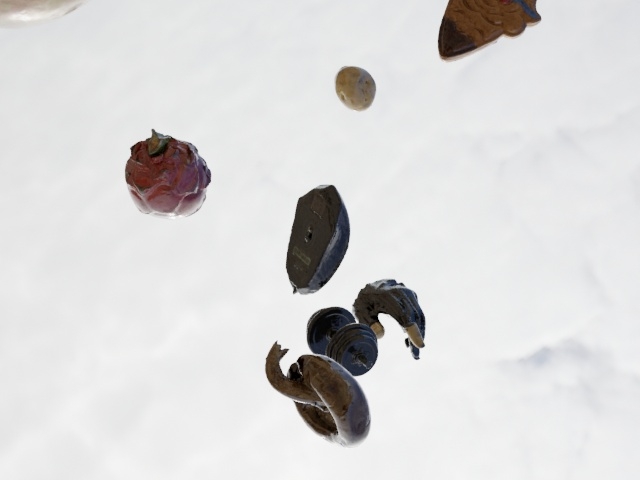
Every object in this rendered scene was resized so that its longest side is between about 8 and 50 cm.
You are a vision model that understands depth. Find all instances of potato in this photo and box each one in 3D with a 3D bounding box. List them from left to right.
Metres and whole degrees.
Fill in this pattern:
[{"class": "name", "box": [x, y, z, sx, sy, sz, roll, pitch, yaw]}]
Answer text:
[{"class": "potato", "box": [0.049, -0.225, 1.670, 0.062, 0.068, 0.083, -27, -152, -5]}]

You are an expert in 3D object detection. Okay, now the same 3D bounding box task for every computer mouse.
[{"class": "computer mouse", "box": [0.000, 0.000, 1.593, 0.099, 0.057, 0.172, 42, -58, 43]}]

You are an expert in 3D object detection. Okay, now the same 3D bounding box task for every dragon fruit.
[{"class": "dragon fruit", "box": [-0.300, -0.123, 2.256, 0.172, 0.209, 0.172, -4, -110, 11]}]

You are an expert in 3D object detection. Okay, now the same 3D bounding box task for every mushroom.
[{"class": "mushroom", "box": [-0.001, 0.194, 1.477, 0.080, 0.170, 0.135, -47, 180, -32]}]

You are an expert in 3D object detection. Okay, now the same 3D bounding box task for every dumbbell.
[{"class": "dumbbell", "box": [0.036, 0.173, 1.966, 0.099, 0.099, 0.208, -43, -150, -7]}]

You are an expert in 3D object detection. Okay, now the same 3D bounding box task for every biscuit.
[{"class": "biscuit", "box": [0.301, -0.424, 2.027, 0.183, 0.043, 0.280, 40, -104, 18]}]

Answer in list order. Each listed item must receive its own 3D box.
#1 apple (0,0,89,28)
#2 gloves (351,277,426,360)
[{"class": "apple", "box": [-0.397, -0.420, 1.363, 0.339, 0.339, 0.340, -28, -148, 19]}, {"class": "gloves", "box": [0.148, 0.142, 2.126, 0.180, 0.129, 0.106, 33, -83, 50]}]
